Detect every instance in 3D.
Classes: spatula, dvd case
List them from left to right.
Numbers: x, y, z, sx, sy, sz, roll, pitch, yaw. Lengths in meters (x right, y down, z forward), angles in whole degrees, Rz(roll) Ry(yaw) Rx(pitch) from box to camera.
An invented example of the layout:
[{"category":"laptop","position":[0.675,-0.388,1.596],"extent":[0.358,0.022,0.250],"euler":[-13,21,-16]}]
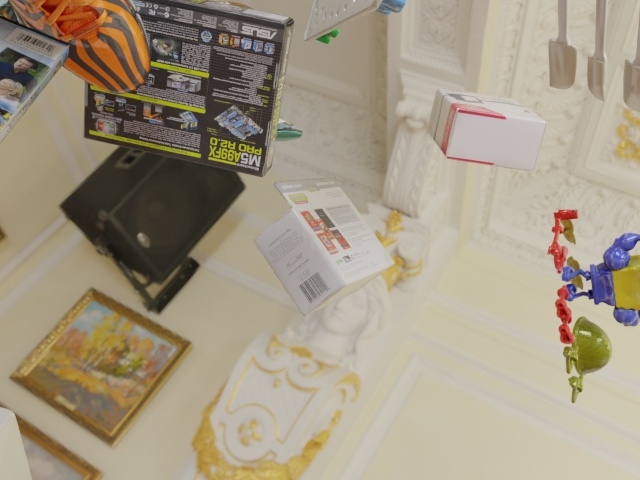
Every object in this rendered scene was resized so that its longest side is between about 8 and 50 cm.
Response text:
[{"category":"dvd case","position":[-0.348,-0.149,0.569],"extent":[0.180,0.253,0.022],"euler":[20,-53,-13]},{"category":"spatula","position":[0.383,-0.286,0.885],"extent":[0.168,0.019,0.242],"euler":[35,-24,39]}]

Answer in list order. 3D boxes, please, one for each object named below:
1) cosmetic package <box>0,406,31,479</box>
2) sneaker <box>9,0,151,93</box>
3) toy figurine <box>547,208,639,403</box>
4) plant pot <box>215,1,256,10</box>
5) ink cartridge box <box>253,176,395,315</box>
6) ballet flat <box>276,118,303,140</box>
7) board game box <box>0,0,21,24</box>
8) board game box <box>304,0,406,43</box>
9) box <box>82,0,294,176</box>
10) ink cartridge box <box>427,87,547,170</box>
[{"category":"cosmetic package","position":[-0.616,0.298,0.858],"extent":[0.385,0.217,0.156],"euler":[13,-56,9]},{"category":"sneaker","position":[-0.283,-0.254,0.667],"extent":[0.321,0.124,0.180],"euler":[54,5,-42]},{"category":"toy figurine","position":[0.553,0.116,1.186],"extent":[0.217,0.191,0.362],"euler":[-5,-68,29]},{"category":"plant pot","position":[-0.234,-0.502,1.542],"extent":[0.236,0.236,0.032],"euler":[25,-37,21]},{"category":"ink cartridge box","position":[0.000,0.000,1.514],"extent":[0.130,0.309,0.272],"euler":[-39,-101,25]},{"category":"ballet flat","position":[-0.130,-0.271,1.585],"extent":[0.070,0.188,0.070],"euler":[25,-59,53]},{"category":"board game box","position":[-0.629,-0.375,1.238],"extent":[0.186,0.026,0.126],"euler":[-20,-93,19]},{"category":"board game box","position":[0.097,-0.530,1.068],"extent":[0.050,0.390,0.390],"euler":[16,4,-18]},{"category":"box","position":[-0.187,-0.222,0.907],"extent":[0.270,0.060,0.216],"euler":[12,-65,3]},{"category":"ink cartridge box","position":[0.319,-0.225,1.297],"extent":[0.172,0.237,0.100],"euler":[8,-68,-3]}]
